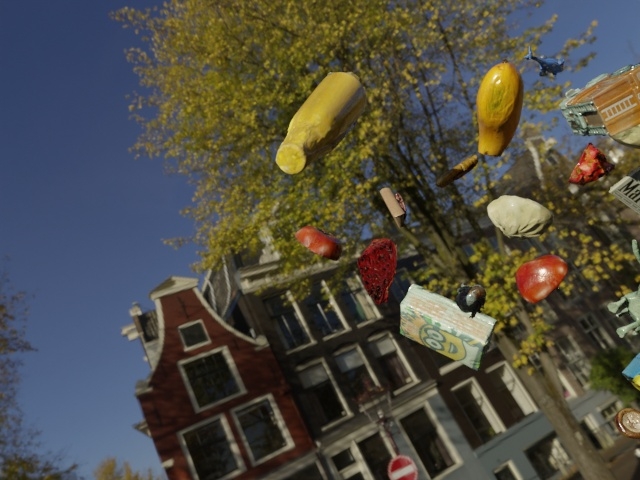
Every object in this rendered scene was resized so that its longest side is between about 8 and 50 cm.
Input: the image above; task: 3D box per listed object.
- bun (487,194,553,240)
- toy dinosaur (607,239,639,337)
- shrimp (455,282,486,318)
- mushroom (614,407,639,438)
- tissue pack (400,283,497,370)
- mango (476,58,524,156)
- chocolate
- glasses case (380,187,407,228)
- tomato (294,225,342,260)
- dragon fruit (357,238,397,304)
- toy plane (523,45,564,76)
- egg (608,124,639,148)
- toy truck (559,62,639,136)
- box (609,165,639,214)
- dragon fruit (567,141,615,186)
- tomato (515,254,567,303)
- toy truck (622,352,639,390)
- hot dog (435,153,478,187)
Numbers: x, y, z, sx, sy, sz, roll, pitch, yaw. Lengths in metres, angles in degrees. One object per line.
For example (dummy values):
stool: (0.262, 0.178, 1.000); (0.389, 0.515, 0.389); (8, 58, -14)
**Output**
bun: (0.721, -0.073, 1.892); (0.231, 0.231, 0.133); (29, -104, -64)
toy dinosaur: (0.708, 0.146, 1.180); (0.129, 0.076, 0.383); (-49, -40, -2)
shrimp: (0.405, 0.162, 1.406); (0.079, 0.090, 0.233); (-31, -19, 5)
mushroom: (1.181, 0.695, 1.964); (0.123, 0.123, 0.052); (-22, -36, -16)
tissue pack: (0.434, 0.301, 1.798); (0.128, 0.311, 0.228); (-54, -27, -27)
mango: (0.623, -0.450, 1.809); (0.187, 0.144, 0.359); (-42, -39, -26)
chocolate: (-0.004, -0.305, 1.396); (0.162, 0.162, 0.445); (-50, 7, 41)
glasses case: (0.323, -0.136, 2.171); (0.070, 0.193, 0.102); (-27, -48, 6)
tomato: (0.001, -0.002, 2.242); (0.225, 0.225, 0.085); (7, -66, -55)
dragon fruit: (0.124, 0.066, 1.119); (0.097, 0.131, 0.063); (-23, 17, -14)
toy plane: (0.596, -0.474, 1.373); (0.167, 0.054, 0.062); (3, -7, -32)
egg: (1.127, -0.433, 1.818); (0.219, 0.269, 0.219); (-43, -35, -41)
toy truck: (0.712, -0.336, 1.301); (0.162, 0.136, 0.305); (-29, 6, 12)
box: (0.889, -0.114, 1.387); (0.036, 0.177, 0.115); (-47, -8, -35)
dragon fruit: (0.891, -0.230, 1.696); (0.153, 0.111, 0.153); (-45, -26, -29)
tomato: (0.689, 0.103, 1.652); (0.174, 0.082, 0.166); (-51, 11, 29)
toy truck: (0.959, 0.383, 1.321); (0.161, 0.162, 0.385); (-48, 3, 1)
hot dog: (0.529, -0.263, 1.979); (0.216, 0.047, 0.066); (-33, -24, -22)
